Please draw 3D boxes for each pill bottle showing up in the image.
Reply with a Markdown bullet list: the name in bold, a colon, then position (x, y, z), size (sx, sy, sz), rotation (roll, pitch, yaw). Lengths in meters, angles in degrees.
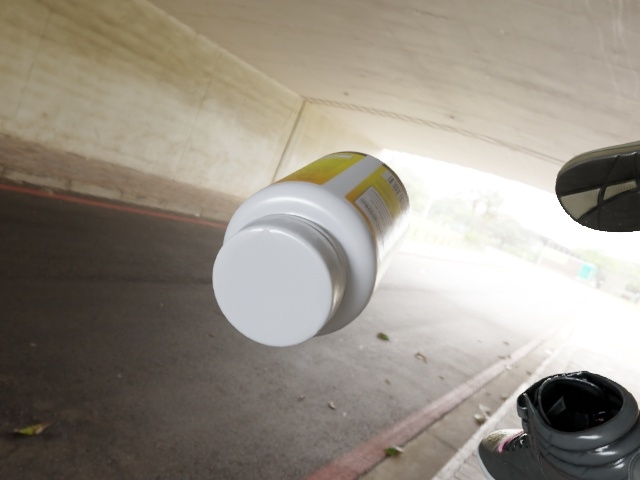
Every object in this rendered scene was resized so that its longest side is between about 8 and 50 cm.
- **pill bottle**: position (0.000, 0.000, 0.467), size (0.117, 0.117, 0.215), rotation (23, 22, 10)

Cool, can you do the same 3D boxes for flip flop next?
- **flip flop**: position (0.354, -0.057, 0.516), size (0.277, 0.112, 0.080), rotation (-1, 28, 47)

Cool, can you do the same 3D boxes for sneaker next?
- **sneaker**: position (0.234, 0.196, 0.589), size (0.146, 0.105, 0.296), rotation (64, -16, -2)
